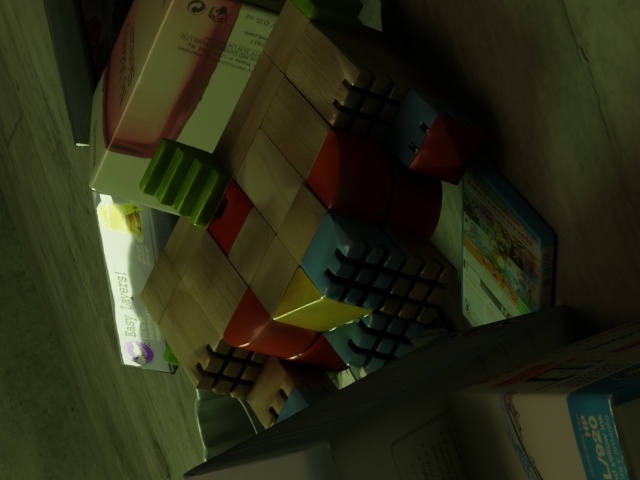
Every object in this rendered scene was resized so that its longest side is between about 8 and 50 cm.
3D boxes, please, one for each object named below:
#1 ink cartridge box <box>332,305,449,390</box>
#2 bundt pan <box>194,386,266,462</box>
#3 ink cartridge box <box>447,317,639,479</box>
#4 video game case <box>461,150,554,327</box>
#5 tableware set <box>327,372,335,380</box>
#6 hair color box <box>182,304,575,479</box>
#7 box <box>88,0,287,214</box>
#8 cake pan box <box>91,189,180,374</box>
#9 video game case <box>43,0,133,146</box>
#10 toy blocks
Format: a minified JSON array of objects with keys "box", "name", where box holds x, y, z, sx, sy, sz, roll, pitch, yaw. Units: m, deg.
[{"box":[0.060,0.126,1.633,0.160,0.092,0.219,92,155,-48],"name":"ink cartridge box"},{"box":[-0.017,0.268,1.964,0.331,0.124,0.331,162,90,-72],"name":"bundt pan"},{"box":[0.209,0.139,1.073,0.232,0.171,0.168,166,85,-72],"name":"ink cartridge box"},{"box":[0.142,0.028,1.421,0.119,0.015,0.166,-126,24,-45],"name":"video game case"},{"box":[-0.023,0.099,1.667,0.154,0.024,0.104,-123,22,-45],"name":"tableware set"},{"box":[0.076,0.178,1.223,0.113,0.374,0.185,-17,92,31],"name":"hair color box"},{"box":[-0.104,-0.154,1.601,0.149,0.126,0.232,-96,28,-50],"name":"box"},{"box":[-0.152,-0.039,1.934,0.267,0.070,0.246,-69,-17,-45],"name":"cake pan box"},{"box":[-0.206,-0.265,1.771,0.248,0.035,0.275,-65,-29,-58],"name":"video game case"},{"box":[0.000,0.000,1.436,0.381,0.190,0.261,-63,35,17],"name":"toy blocks"}]
